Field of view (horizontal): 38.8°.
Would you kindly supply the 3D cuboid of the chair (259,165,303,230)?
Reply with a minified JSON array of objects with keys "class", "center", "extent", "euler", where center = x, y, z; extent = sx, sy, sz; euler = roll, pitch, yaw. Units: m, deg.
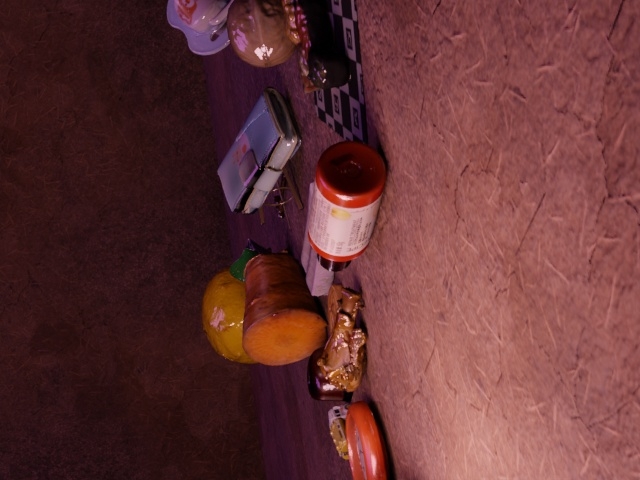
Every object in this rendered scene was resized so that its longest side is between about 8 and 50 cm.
[{"class":"chair","center":[-0.107,-0.135,2.124],"extent":[0.095,0.104,0.221],"euler":[60,-168,-69]}]

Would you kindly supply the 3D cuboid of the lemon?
[{"class":"lemon","center":[-0.198,0.197,2.459],"extent":[0.284,0.260,0.260],"euler":[43,148,32]}]

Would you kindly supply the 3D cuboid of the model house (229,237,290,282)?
[{"class":"model house","center":[-0.137,0.064,2.347],"extent":[0.117,0.167,0.088],"euler":[-54,12,38]}]

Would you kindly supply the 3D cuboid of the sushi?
[{"class":"sushi","center":[-0.012,-0.335,1.510],"extent":[0.359,0.064,0.343],"euler":[-128,30,-66]}]

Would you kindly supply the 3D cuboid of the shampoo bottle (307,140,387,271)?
[{"class":"shampoo bottle","center":[0.034,-0.037,1.428],"extent":[0.278,0.104,0.104],"euler":[100,158,-61]}]

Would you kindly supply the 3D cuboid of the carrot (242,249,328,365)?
[{"class":"carrot","center":[-0.097,0.138,2.092],"extent":[0.254,0.196,0.196],"euler":[-105,11,-47]}]

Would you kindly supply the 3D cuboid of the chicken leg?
[{"class":"chicken leg","center":[0.043,0.183,1.645],"extent":[0.101,0.085,0.207],"euler":[-38,-42,-52]}]

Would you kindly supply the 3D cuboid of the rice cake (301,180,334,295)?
[{"class":"rice cake","center":[-0.001,-0.001,1.786],"extent":[0.298,0.050,0.106],"euler":[98,159,-60]}]

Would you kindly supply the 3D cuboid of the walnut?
[{"class":"walnut","center":[-0.110,-0.407,1.744],"extent":[0.140,0.140,0.162],"euler":[130,128,-76]}]

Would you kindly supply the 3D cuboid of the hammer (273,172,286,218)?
[{"class":"hammer","center":[-0.097,-0.121,2.258],"extent":[0.178,0.021,0.065],"euler":[101,158,-60]}]

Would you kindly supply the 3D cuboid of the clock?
[{"class":"clock","center":[0.089,0.398,1.678],"extent":[0.205,0.051,0.205],"euler":[171,90,-80]}]

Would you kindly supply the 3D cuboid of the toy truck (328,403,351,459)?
[{"class":"toy truck","center":[0.051,0.385,1.835],"extent":[0.123,0.063,0.052],"euler":[-119,21,-59]}]

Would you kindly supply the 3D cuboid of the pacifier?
[{"class":"pacifier","center":[-0.284,-0.620,2.486],"extent":[0.279,0.227,0.207],"euler":[52,-169,27]}]

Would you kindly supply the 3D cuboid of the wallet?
[{"class":"wallet","center":[-0.142,-0.193,2.023],"extent":[0.250,0.075,0.176],"euler":[-54,43,36]}]

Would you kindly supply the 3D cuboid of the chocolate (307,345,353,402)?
[{"class":"chocolate","center":[0.012,0.285,1.907],"extent":[0.149,0.080,0.125],"euler":[147,112,-80]}]

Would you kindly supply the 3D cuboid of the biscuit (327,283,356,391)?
[{"class":"biscuit","center":[0.041,0.191,1.804],"extent":[0.142,0.029,0.220],"euler":[-138,39,-73]}]
